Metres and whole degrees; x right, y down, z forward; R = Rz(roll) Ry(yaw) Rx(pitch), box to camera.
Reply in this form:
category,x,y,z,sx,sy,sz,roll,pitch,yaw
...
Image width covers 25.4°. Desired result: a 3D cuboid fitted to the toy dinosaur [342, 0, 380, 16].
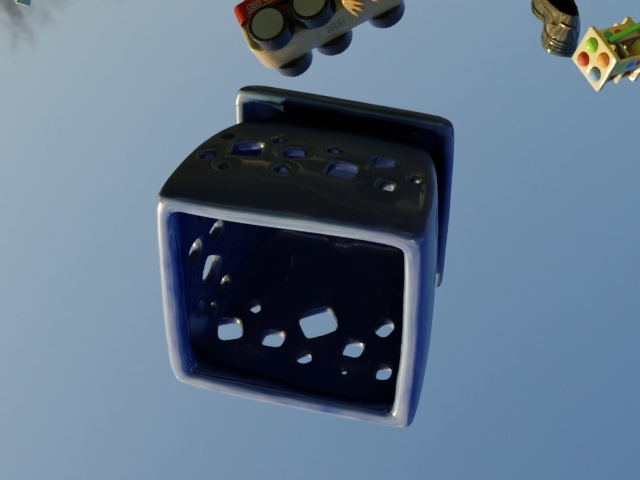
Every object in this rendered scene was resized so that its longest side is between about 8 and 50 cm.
category,x,y,z,sx,sy,sz,roll,pitch,yaw
toy dinosaur,0.053,-0.328,1.670,0.211,0.064,0.112,19,-118,5

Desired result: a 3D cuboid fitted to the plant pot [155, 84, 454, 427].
category,x,y,z,sx,sy,sz,roll,pitch,yaw
plant pot,0.000,0.000,1.280,0.236,0.236,0.212,10,-136,12

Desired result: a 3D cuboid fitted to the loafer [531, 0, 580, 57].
category,x,y,z,sx,sy,sz,roll,pitch,yaw
loafer,0.328,-0.317,1.933,0.062,0.061,0.170,9,-142,-12

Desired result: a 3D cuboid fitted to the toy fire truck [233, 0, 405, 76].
category,x,y,z,sx,sy,sz,roll,pitch,yaw
toy fire truck,-0.021,-0.369,1.916,0.217,0.246,0.158,-27,158,8

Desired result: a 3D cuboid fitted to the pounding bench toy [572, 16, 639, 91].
category,x,y,z,sx,sy,sz,roll,pitch,yaw
pounding bench toy,0.321,-0.212,1.538,0.065,0.083,0.052,-17,-118,-28

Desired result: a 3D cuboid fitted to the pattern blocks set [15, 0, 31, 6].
category,x,y,z,sx,sy,sz,roll,pitch,yaw
pattern blocks set,-0.336,-0.459,1.745,0.026,0.325,0.285,11,-156,-21
